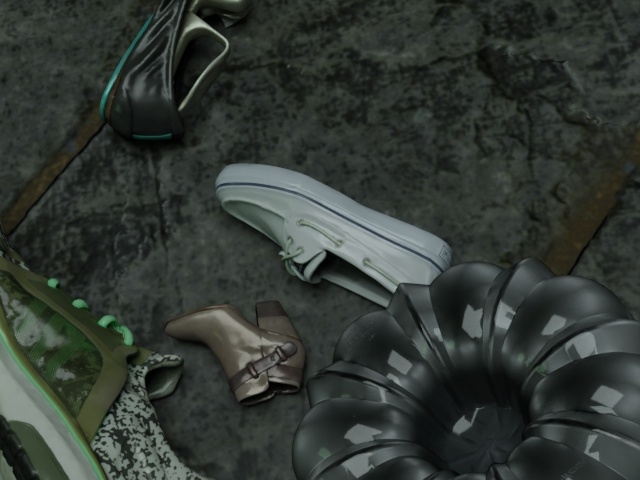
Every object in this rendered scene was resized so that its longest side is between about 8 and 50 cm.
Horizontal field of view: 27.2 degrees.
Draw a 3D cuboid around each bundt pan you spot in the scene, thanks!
[{"bbox_3d":[0.121,0.148,0.982,0.331,0.124,0.331,-14,50,17],"label":"bundt pan"}]

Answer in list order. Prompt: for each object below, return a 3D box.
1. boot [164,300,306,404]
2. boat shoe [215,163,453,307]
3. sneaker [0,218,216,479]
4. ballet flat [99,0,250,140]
[{"bbox_3d":[-0.072,0.100,1.139,0.118,0.042,0.087,-12,63,3],"label":"boot"},{"bbox_3d":[0.000,0.000,1.154,0.226,0.083,0.076,19,66,17],"label":"boat shoe"},{"bbox_3d":[-0.215,0.113,1.130,0.182,0.158,0.410,-9,54,-31],"label":"sneaker"},{"bbox_3d":[-0.125,-0.218,1.295,0.096,0.095,0.280,16,76,7],"label":"ballet flat"}]
